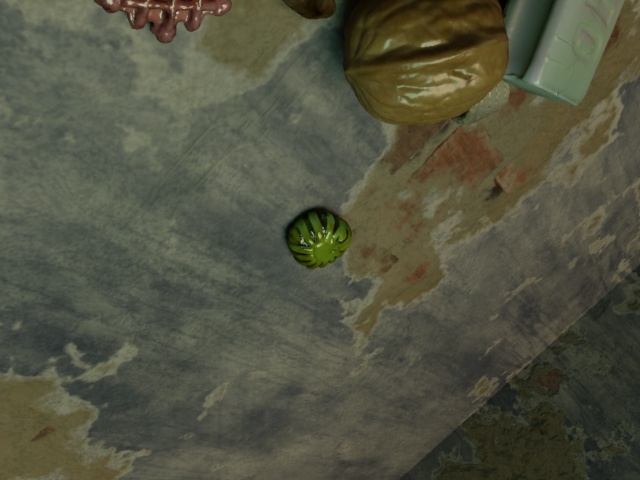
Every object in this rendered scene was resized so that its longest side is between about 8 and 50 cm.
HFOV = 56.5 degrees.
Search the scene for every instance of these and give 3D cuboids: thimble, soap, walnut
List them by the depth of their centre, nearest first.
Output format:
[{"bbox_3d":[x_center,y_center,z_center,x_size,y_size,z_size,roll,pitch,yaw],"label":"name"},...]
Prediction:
[{"bbox_3d":[0.156,-0.287,0.902,0.260,0.225,0.225,-20,139,-15],"label":"walnut"},{"bbox_3d":[0.415,-0.415,0.979,0.208,0.115,0.347,2,111,-48],"label":"soap"},{"bbox_3d":[0.283,-0.275,1.101,0.090,0.102,0.115,-24,139,-14],"label":"thimble"}]

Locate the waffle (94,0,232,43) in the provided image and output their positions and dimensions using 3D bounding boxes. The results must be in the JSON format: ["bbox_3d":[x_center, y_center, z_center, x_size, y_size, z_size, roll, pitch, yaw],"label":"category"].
[{"bbox_3d":[-0.171,-0.350,0.698,0.234,0.055,0.221,-39,143,1],"label":"waffle"}]

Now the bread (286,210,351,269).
[{"bbox_3d":[0.000,0.000,1.180,0.130,0.071,0.139,-34,142,1],"label":"bread"}]

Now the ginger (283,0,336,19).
[{"bbox_3d":[-0.010,-0.374,0.702,0.166,0.080,0.333,-21,171,-24],"label":"ginger"}]
